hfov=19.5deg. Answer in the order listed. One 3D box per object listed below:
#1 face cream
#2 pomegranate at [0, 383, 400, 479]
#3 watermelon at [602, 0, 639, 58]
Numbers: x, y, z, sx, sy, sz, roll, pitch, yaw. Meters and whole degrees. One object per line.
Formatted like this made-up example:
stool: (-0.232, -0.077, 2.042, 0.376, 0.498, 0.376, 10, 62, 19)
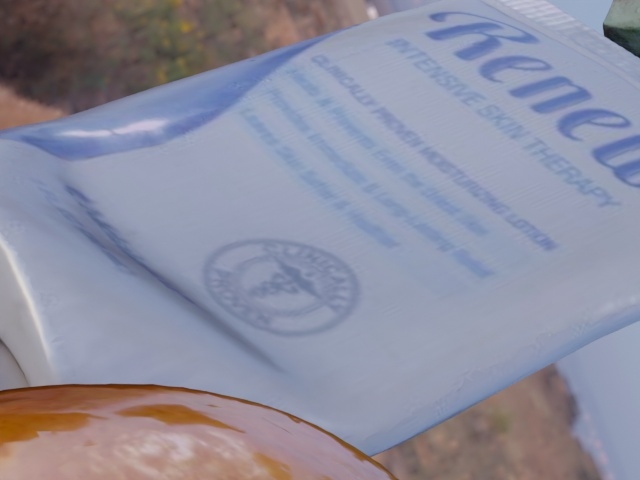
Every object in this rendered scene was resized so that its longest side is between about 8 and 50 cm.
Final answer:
face cream: (0.000, 0.000, 0.743, 0.235, 0.420, 0.137, 40, -43, 37)
pomegranate: (-0.049, 0.128, 0.352, 0.209, 0.209, 0.209, -22, 90, -84)
watermelon: (0.249, -0.160, 1.350, 0.180, 0.081, 0.094, 106, 7, -52)
